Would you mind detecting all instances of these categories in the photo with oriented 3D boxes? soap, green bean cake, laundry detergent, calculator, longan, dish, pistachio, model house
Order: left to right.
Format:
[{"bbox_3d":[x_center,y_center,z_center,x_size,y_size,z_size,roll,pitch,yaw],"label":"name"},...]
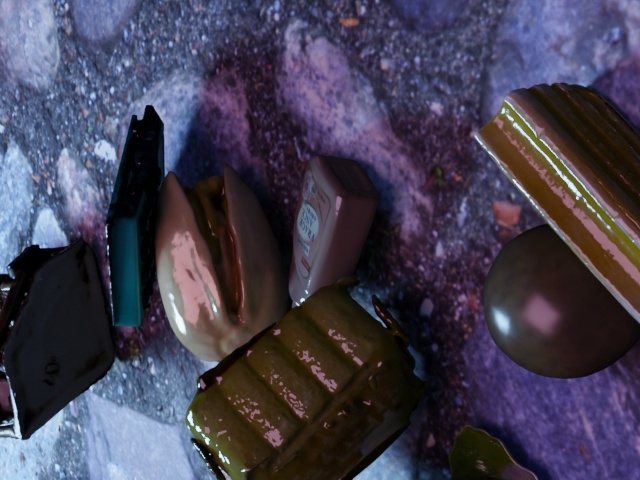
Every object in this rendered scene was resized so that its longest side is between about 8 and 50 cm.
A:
[{"bbox_3d":[-0.563,0.180,1.893,0.282,0.297,0.317,-9,96,38],"label":"model house"},{"bbox_3d":[-0.273,-0.034,1.601,0.058,0.274,0.248,4,131,-1],"label":"calculator"},{"bbox_3d":[-0.149,0.038,1.565,0.187,0.187,0.299,-18,80,44],"label":"pistachio"},{"bbox_3d":[0.000,0.000,1.462,0.171,0.076,0.237,-116,38,-53],"label":"laundry detergent"},{"bbox_3d":[0.007,0.239,1.410,0.310,0.285,0.202,-40,60,-5],"label":"green bean cake"},{"bbox_3d":[0.233,0.295,1.360,0.137,0.039,0.091,25,111,35],"label":"dish"},{"bbox_3d":[0.280,0.056,1.188,0.185,0.159,0.204,14,71,23],"label":"longan"},{"bbox_3d":[0.309,-0.048,1.117,0.274,0.173,0.089,53,131,21],"label":"soap"}]

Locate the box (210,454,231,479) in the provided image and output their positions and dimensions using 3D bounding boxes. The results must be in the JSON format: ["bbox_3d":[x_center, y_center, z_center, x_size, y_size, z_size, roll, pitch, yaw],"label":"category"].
[{"bbox_3d":[-0.107,0.369,1.683,0.175,0.048,0.112,51,129,22],"label":"box"}]
